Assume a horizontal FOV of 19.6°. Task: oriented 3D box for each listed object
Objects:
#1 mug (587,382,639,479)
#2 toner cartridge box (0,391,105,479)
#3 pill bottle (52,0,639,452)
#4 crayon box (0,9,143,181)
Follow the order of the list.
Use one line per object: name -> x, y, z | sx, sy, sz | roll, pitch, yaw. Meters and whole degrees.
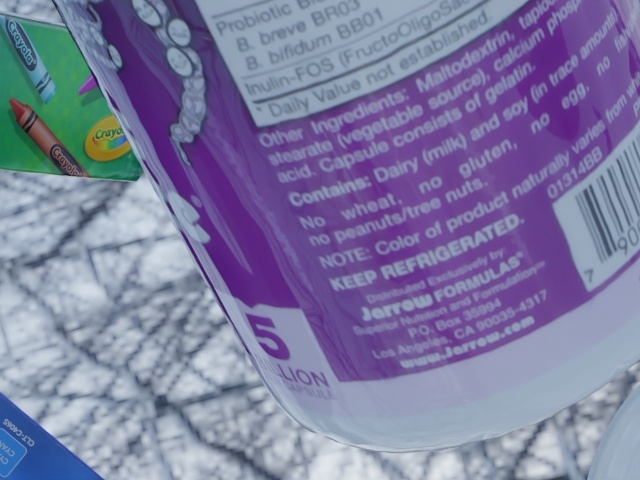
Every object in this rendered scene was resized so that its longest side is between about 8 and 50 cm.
mug -> 0.334, 0.200, 0.982 | 0.328, 0.374, 0.276 | 28, -88, -36
toner cartridge box -> -0.210, 0.166, 1.185 | 0.348, 0.165, 0.075 | 41, -115, -6
pill bottle -> -0.001, -0.096, 0.569 | 0.302, 0.169, 0.169 | 63, -152, -27
crayon box -> -0.247, -0.102, 1.029 | 0.165, 0.278, 0.081 | 3, -80, -60
